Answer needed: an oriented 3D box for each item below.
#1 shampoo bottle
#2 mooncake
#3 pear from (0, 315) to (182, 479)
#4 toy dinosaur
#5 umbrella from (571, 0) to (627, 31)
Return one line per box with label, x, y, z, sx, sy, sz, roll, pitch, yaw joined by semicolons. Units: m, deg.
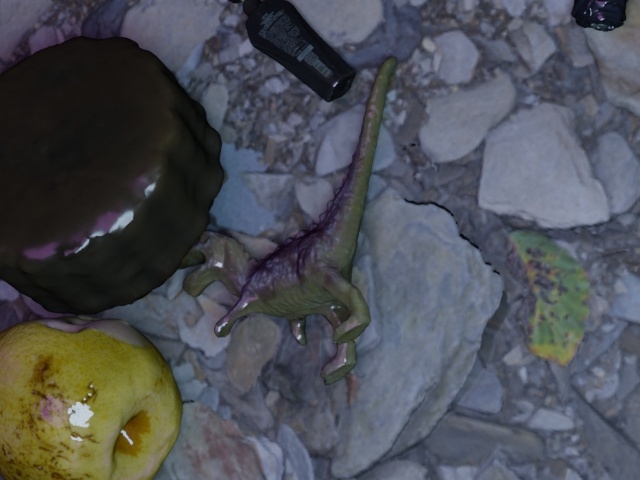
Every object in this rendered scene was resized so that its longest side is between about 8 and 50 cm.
shampoo bottle;-0.028;-0.168;1.458;0.048;0.027;0.137;-47;68;0
mooncake;-0.193;-0.051;1.453;0.228;0.124;0.228;-12;55;18
pear;-0.205;0.133;1.438;0.178;0.178;0.178;-2;84;25
toy dinosaur;-0.003;0.000;1.411;0.251;0.072;0.200;-42;59;26
umbrella;0.224;-0.253;1.342;0.050;0.046;0.188;3;82;21
